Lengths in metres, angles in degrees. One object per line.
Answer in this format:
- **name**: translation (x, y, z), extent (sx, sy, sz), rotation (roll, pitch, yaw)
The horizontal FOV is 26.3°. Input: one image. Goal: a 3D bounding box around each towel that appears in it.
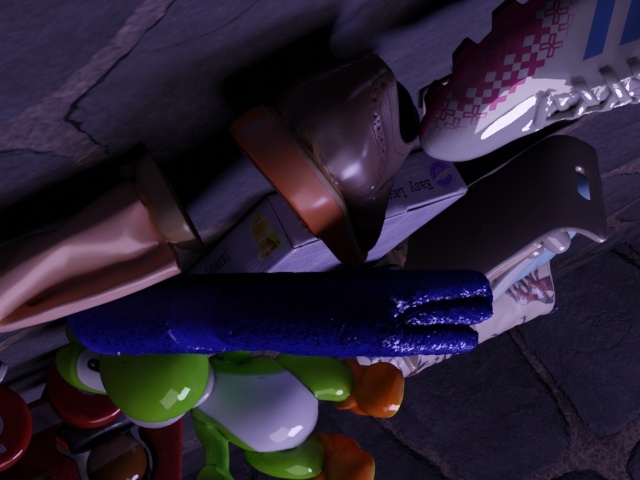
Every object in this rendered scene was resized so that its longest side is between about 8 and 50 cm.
- **towel**: translation (-0.030, 0.068, 1.157), extent (0.308, 0.076, 0.228), rotation (-2, -178, 29)

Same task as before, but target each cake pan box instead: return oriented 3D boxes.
- **cake pan box**: translation (0.000, 0.000, 1.506), extent (0.267, 0.070, 0.246), rotation (-19, 168, -36)

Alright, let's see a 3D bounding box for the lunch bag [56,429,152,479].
- **lunch bag**: translation (-0.335, 0.406, 2.141), extent (0.169, 0.235, 0.287), rotation (-31, 168, 8)

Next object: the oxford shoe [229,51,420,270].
- **oxford shoe**: translation (0.030, -0.066, 1.136), extent (0.133, 0.130, 0.364), rotation (-40, 174, 1)

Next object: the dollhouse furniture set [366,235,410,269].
- **dollhouse furniture set**: translation (0.084, 0.067, 1.910), extent (0.161, 0.101, 0.182), rotation (-20, 167, -31)

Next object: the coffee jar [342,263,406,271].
- **coffee jar**: translation (0.044, 0.077, 1.590), extent (0.096, 0.079, 0.184), rotation (-31, 170, 21)

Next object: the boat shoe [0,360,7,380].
- **boat shoe**: translation (-0.371, 0.147, 1.392), extent (0.125, 0.038, 0.046), rotation (-28, -148, 33)

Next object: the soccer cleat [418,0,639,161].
- **soccer cleat**: translation (0.223, -0.147, 1.018), extent (0.331, 0.143, 0.116), rotation (-41, 165, 13)

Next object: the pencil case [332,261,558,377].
- **pencil case**: translation (0.199, 0.131, 2.322), extent (0.410, 0.160, 0.183), rotation (-24, 154, -13)

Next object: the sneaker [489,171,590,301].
- **sneaker**: translation (0.273, 0.016, 2.037), extent (0.150, 0.135, 0.366), rotation (-12, 162, -44)

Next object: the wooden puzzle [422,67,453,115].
- **wooden puzzle**: translation (0.129, -0.142, 1.290), extent (0.079, 0.014, 0.116), rotation (-28, 169, 5)

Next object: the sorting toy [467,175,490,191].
- **sorting toy**: translation (0.240, -0.062, 1.839), extent (0.061, 0.042, 0.102), rotation (-31, 168, 19)

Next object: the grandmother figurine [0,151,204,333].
- **grandmother figurine**: translation (-0.261, 0.050, 1.048), extent (0.342, 0.104, 0.208), rotation (-28, 165, -2)

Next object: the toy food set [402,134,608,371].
- **toy food set**: translation (0.223, 0.016, 1.714), extent (0.306, 0.092, 0.219), rotation (-36, -158, 27)

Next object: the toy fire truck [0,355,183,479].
- **toy fire truck**: translation (-0.294, 0.273, 1.580), extent (0.302, 0.254, 0.169), rotation (-22, 168, -22)

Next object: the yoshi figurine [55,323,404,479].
- **yoshi figurine**: translation (-0.093, 0.163, 1.436), extent (0.362, 0.203, 0.203), rotation (18, 134, -18)
